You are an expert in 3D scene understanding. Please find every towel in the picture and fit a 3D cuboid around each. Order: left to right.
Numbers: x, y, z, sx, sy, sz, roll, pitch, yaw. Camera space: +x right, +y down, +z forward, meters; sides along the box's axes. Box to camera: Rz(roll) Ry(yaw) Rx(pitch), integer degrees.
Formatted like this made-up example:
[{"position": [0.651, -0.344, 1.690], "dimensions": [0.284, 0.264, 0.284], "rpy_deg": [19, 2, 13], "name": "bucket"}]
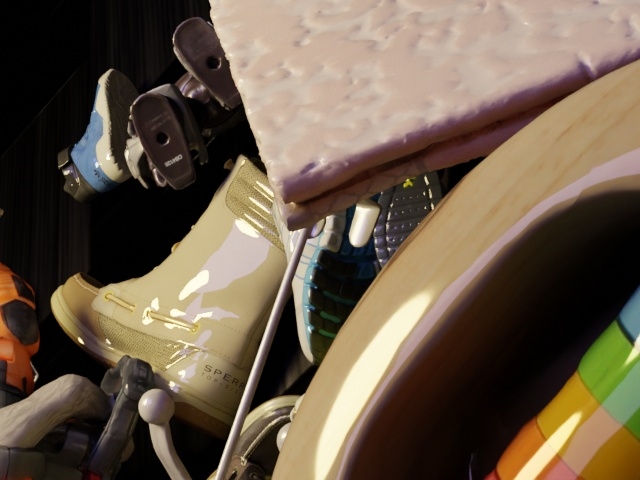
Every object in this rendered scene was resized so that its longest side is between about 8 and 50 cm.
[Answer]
[{"position": [0.091, -0.151, 1.278], "dimensions": [0.317, 0.053, 0.332], "rpy_deg": [-21, 33, 2], "name": "towel"}]

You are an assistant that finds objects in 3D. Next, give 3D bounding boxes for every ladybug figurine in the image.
[{"position": [0.158, 0.100, 0.869], "dimensions": [0.449, 0.162, 0.305], "rpy_deg": [-49, 60, 14], "name": "ladybug figurine"}]

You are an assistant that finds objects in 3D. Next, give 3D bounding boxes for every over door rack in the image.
[{"position": [0.025, 0.098, 1.108], "dimensions": [0.240, 0.108, 0.324], "rpy_deg": [10, 64, 38], "name": "over door rack"}]

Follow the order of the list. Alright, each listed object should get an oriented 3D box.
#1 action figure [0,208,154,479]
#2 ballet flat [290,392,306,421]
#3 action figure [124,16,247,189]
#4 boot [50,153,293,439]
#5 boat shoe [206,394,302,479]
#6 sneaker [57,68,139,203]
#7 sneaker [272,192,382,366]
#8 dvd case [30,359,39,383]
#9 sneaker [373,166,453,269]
[{"position": [-0.271, 0.177, 1.468], "dimensions": [0.341, 0.179, 0.330], "rpy_deg": [-65, 32, 25], "name": "action figure"}, {"position": [0.016, 0.137, 1.220], "dimensions": [0.077, 0.077, 0.231], "rpy_deg": [-39, 32, 36], "name": "ballet flat"}, {"position": [-0.092, -0.112, 1.588], "dimensions": [0.185, 0.099, 0.285], "rpy_deg": [-41, 0, 7], "name": "action figure"}, {"position": [-0.101, 0.023, 1.510], "dimensions": [0.203, 0.095, 0.262], "rpy_deg": [-60, 33, -1], "name": "boot"}, {"position": [-0.042, 0.166, 1.312], "dimensions": [0.152, 0.056, 0.049], "rpy_deg": [-59, 35, 39], "name": "boat shoe"}, {"position": [-0.225, -0.101, 1.900], "dimensions": [0.085, 0.058, 0.152], "rpy_deg": [-32, 42, 26], "name": "sneaker"}, {"position": [0.000, 0.000, 1.366], "dimensions": [0.083, 0.071, 0.190], "rpy_deg": [-14, 67, 48], "name": "sneaker"}, {"position": [-0.350, 0.158, 1.881], "dimensions": [0.164, 0.018, 0.221], "rpy_deg": [-55, 26, 3], "name": "dvd case"}, {"position": [0.070, -0.034, 1.346], "dimensions": [0.053, 0.059, 0.144], "rpy_deg": [-4, 66, 19], "name": "sneaker"}]
